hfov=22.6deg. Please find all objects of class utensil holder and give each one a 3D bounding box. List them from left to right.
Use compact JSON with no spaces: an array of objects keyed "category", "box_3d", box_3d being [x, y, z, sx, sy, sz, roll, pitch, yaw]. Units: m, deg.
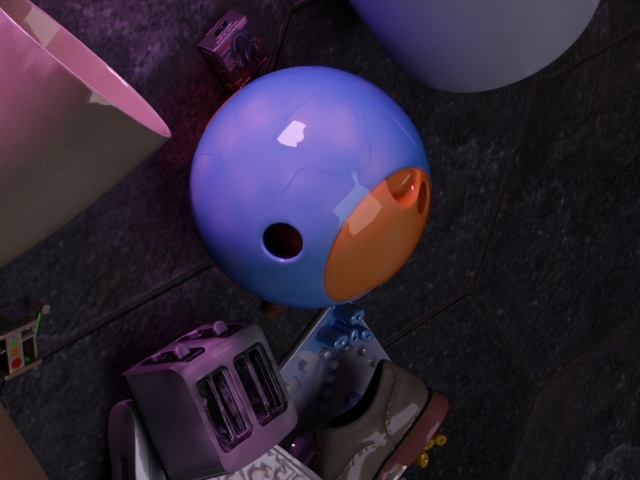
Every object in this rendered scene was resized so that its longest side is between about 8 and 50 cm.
[{"category":"utensil holder","box_3d":[0.141,-0.405,1.877,0.328,0.327,0.385,-56,142,-12]}]

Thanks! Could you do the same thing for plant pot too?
[{"category":"plant pot","box_3d":[-0.334,-0.085,1.590,0.274,0.256,0.256,-48,141,5]}]

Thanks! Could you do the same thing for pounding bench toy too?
[{"category":"pounding bench toy","box_3d":[-0.338,0.111,1.805,0.083,0.052,0.065,-27,127,-38]}]

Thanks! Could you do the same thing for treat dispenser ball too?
[{"category":"treat dispenser ball","box_3d":[-0.012,-0.062,1.899,0.288,0.288,0.288,-24,126,-39]}]

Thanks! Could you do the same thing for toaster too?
[{"category":"toaster","box_3d":[-0.134,0.204,1.969,0.168,0.110,0.186,-30,100,-50]}]

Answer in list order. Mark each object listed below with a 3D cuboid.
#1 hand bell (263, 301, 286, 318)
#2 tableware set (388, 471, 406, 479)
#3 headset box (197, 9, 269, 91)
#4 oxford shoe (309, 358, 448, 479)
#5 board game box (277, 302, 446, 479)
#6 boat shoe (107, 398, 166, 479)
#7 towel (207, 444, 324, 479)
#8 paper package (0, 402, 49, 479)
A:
[{"category":"hand bell","box_3d":[0.000,0.000,2.116,0.126,0.126,0.242,25,101,-51]},{"category":"tableware set","box_3d":[0.074,0.379,2.353,0.104,0.024,0.154,-58,142,-5]},{"category":"headset box","box_3d":[-0.105,-0.229,1.914,0.062,0.032,0.083,-50,140,-18]},{"category":"oxford shoe","box_3d":[0.022,0.317,2.219,0.130,0.123,0.348,40,84,-12]},{"category":"board game box","box_3d":[0.001,0.331,2.303,0.390,0.050,0.390,-52,139,-17]},{"category":"boat shoe","box_3d":[-0.213,0.306,2.001,0.081,0.079,0.228,-9,102,-41]},{"category":"towel","box_3d":[-0.108,0.435,2.095,0.317,0.053,0.332,38,81,-14]},{"category":"paper package","box_3d":[-0.409,0.363,1.673,0.325,0.168,0.309,-69,149,-41]}]
